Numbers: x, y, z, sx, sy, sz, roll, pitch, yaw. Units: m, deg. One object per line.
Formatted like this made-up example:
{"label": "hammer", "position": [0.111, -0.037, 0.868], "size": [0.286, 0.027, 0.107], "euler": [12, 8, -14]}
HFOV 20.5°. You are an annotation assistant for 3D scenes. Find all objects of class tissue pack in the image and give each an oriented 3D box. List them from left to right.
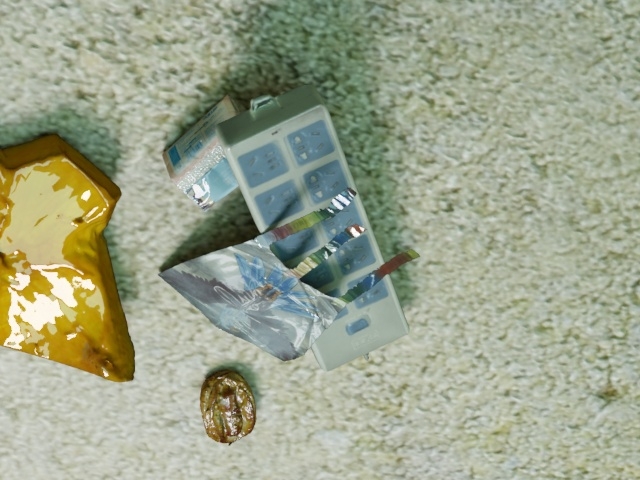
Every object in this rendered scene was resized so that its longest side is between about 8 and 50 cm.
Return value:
{"label": "tissue pack", "position": [-0.102, -0.085, 1.725], "size": [0.094, 0.074, 0.059], "euler": [-42, 121, 10]}

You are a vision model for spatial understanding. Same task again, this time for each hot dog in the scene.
{"label": "hot dog", "position": [-0.098, 0.179, 1.864], "size": [0.058, 0.035, 0.083], "euler": [-14, 116, -11]}

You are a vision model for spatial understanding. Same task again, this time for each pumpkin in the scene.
{"label": "pumpkin", "position": [-0.317, 0.008, 1.704], "size": [0.258, 0.095, 0.290], "euler": [-5, 111, -7]}

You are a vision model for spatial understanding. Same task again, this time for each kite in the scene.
{"label": "kite", "position": [-0.017, 0.040, 1.727], "size": [0.169, 0.015, 0.310], "euler": [40, 143, -21]}

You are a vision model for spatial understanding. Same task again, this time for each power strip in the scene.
{"label": "power strip", "position": [0.000, 0.000, 1.756], "size": [0.106, 0.043, 0.367], "euler": [-25, 133, -3]}
